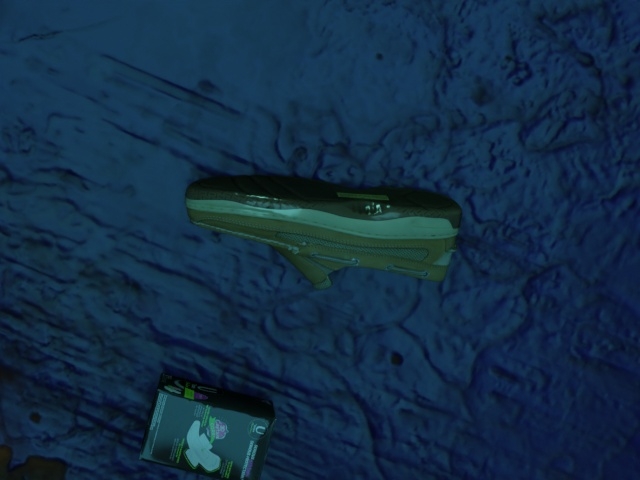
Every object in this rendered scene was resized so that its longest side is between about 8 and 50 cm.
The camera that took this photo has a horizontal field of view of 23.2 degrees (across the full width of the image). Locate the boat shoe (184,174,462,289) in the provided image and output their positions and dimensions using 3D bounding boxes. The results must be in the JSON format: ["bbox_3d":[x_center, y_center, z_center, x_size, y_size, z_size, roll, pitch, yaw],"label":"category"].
[{"bbox_3d":[0.000,0.000,1.063,0.190,0.068,0.072,7,109,-4],"label":"boat shoe"}]

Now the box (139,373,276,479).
[{"bbox_3d":[-0.077,0.130,1.073,0.083,0.062,0.052,16,95,-5],"label":"box"}]
